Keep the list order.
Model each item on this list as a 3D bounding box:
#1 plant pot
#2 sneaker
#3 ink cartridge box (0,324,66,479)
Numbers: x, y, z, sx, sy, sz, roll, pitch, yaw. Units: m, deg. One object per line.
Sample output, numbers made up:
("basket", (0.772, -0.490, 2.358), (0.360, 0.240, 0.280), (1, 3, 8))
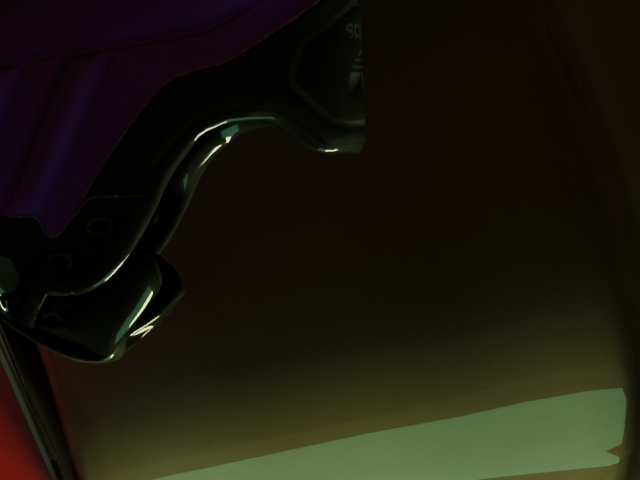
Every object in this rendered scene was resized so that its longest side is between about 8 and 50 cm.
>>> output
("plant pot", (0.000, 0.000, 0.824), (0.280, 0.323, 0.323), (-17, -179, -14))
("sneaker", (-0.117, -0.017, 0.605), (0.293, 0.146, 0.102), (-24, -177, 4))
("ink cartridge box", (-0.276, 0.088, 0.745), (0.309, 0.130, 0.272), (-24, -153, -11))
